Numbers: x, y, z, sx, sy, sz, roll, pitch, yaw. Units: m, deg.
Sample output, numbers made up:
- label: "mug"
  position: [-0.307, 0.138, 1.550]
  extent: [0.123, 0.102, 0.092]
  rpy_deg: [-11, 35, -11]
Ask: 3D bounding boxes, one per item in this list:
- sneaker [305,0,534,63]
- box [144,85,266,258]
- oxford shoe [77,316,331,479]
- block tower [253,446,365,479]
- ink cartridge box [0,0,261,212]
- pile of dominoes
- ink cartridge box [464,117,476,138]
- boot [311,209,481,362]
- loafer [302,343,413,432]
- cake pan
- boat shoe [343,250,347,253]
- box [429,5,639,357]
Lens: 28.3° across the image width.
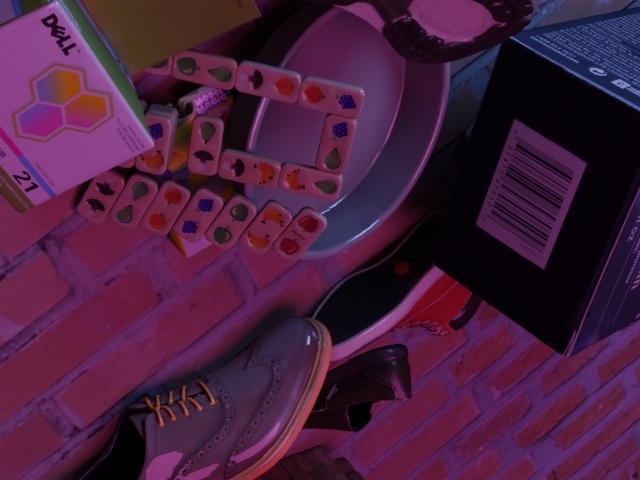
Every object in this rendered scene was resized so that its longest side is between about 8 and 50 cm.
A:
- label: "sneaker"
  position: [0.028, -0.301, 1.111]
  extent: [0.158, 0.182, 0.410]
  rpy_deg: [-30, 148, 25]
- label: "box"
  position: [-0.122, -0.076, 1.253]
  extent: [0.105, 0.043, 0.179]
  rpy_deg: [-31, 139, -16]
- label: "oxford shoe"
  position: [-0.136, 0.210, 1.415]
  extent: [0.364, 0.130, 0.133]
  rpy_deg: [-47, 127, -7]
- label: "block tower"
  position: [-0.107, 0.360, 1.583]
  extent: [0.335, 0.091, 0.097]
  rpy_deg: [-13, 129, -32]
- label: "ink cartridge box"
  position: [-0.180, -0.159, 1.017]
  extent: [0.255, 0.097, 0.189]
  rpy_deg: [-25, 143, 4]
- label: "pile of dominoes"
  position: [-0.101, -0.072, 1.159]
  extent: [0.251, 0.040, 0.196]
  rpy_deg: [12, 120, 0]
- label: "ink cartridge box"
  position: [0.270, -0.143, 1.528]
  extent: [0.179, 0.045, 0.145]
  rpy_deg: [27, 103, -46]
- label: "boot"
  position: [0.100, 0.097, 1.550]
  extent: [0.244, 0.088, 0.176]
  rpy_deg: [-38, 140, -15]
- label: "loafer"
  position: [0.018, 0.195, 1.502]
  extent: [0.220, 0.078, 0.080]
  rpy_deg: [-30, 163, 33]
- label: "cake pan"
  position: [0.017, -0.121, 1.288]
  extent: [0.293, 0.054, 0.293]
  rpy_deg: [-29, 134, -34]
- label: "boat shoe"
  position: [0.000, 0.000, 1.424]
  extent: [0.100, 0.035, 0.035]
  rpy_deg: [6, 116, -50]
- label: "box"
  position: [0.356, -0.088, 1.457]
  extent: [0.395, 0.212, 0.294]
  rpy_deg: [-20, 136, -44]
